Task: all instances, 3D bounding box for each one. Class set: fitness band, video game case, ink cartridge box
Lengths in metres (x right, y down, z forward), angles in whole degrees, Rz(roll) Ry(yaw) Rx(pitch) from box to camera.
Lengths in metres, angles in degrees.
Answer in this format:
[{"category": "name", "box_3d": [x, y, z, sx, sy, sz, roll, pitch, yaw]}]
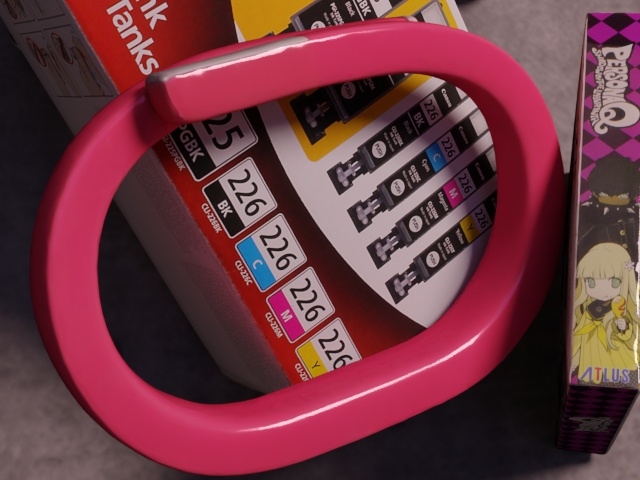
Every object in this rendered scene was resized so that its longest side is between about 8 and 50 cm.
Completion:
[{"category": "fitness band", "box_3d": [0.000, 0.000, 0.537, 0.290, 0.054, 0.209, -17, 108, -25]}, {"category": "video game case", "box_3d": [0.170, 0.010, 0.648, 0.041, 0.232, 0.210, 4, 73, 12]}, {"category": "ink cartridge box", "box_3d": [-0.002, -0.105, 0.624, 0.272, 0.130, 0.309, -38, 114, -21]}]

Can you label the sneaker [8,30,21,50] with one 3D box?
[{"category": "sneaker", "box_3d": [-0.145, -0.244, 0.682, 0.094, 0.153, 0.235, 22, 70, -8]}]
